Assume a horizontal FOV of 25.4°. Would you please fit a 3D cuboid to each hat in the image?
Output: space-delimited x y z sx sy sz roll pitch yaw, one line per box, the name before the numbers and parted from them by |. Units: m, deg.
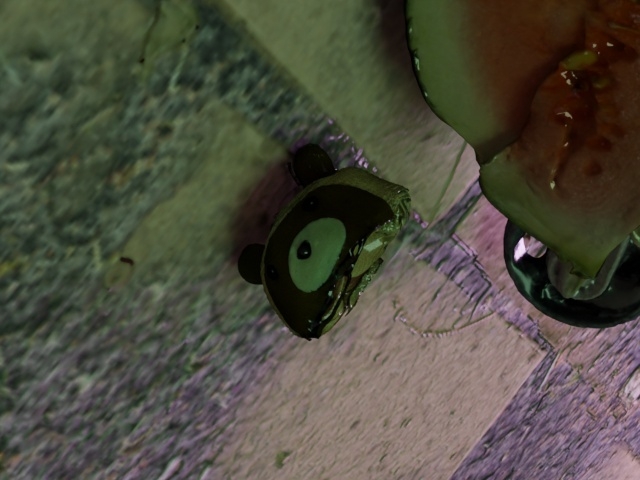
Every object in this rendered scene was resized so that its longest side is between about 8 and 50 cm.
hat | 0.000 0.000 0.651 0.076 0.059 0.077 -37 156 -52

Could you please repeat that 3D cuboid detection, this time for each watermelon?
watermelon | 0.105 -0.135 0.578 0.128 0.159 0.303 1 141 -21

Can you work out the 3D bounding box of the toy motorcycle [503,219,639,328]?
toy motorcycle | 0.222 -0.062 0.718 0.108 0.223 0.341 -56 166 -49
